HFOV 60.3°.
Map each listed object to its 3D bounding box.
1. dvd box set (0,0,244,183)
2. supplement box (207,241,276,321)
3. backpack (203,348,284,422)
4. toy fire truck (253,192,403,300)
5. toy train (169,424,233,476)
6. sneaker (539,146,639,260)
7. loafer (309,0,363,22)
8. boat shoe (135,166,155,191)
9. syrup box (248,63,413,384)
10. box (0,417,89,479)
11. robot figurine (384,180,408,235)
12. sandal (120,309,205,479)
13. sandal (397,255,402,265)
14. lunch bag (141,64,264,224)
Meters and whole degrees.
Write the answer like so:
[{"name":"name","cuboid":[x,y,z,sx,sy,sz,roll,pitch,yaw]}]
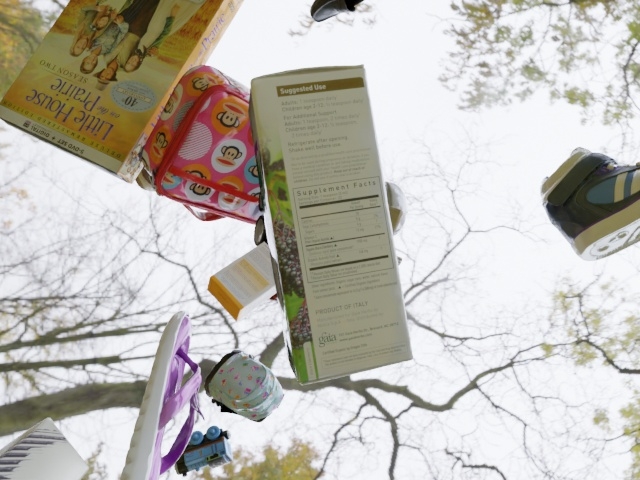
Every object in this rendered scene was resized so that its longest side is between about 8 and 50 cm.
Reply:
[{"name":"dvd box set","cuboid":[-0.377,-0.347,1.036,0.308,0.062,0.420,26,-101,17]},{"name":"supplement box","cuboid":[-0.092,0.053,0.733,0.062,0.098,0.036,44,-37,16]},{"name":"backpack","cuboid":[-0.176,0.340,1.283,0.182,0.115,0.152,19,-118,42]},{"name":"toy fire truck","cuboid":[0.000,0.000,0.910,0.246,0.159,0.216,175,-76,-66]},{"name":"toy train","cuboid":[-0.339,0.600,1.564,0.080,0.184,0.105,74,-4,-47]},{"name":"sneaker","cuboid":[0.579,-0.126,1.039,0.323,0.130,0.236,-32,-131,22]},{"name":"loafer","cuboid":[0.061,-0.631,1.441,0.223,0.076,0.078,-20,-106,39]},{"name":"boat shoe","cuboid":[-0.350,-0.200,1.536,0.123,0.342,0.123,-17,-95,33]},{"name":"syrup box","cuboid":[0.003,-0.014,0.461,0.093,0.096,0.236,173,-93,-81]},{"name":"box","cuboid":[-0.378,0.313,0.598,0.113,0.275,0.094,-35,-85,5]},{"name":"robot figurine","cuboid":[0.105,-0.088,1.551,0.173,0.278,0.209,105,-16,-49]},{"name":"sandal","cuboid":[-0.246,0.306,0.912,0.169,0.102,0.416,109,-10,-45]},{"name":"sandal","cuboid":[0.088,0.037,1.085,0.072,0.180,0.049,23,-83,53]},{"name":"lunch bag","cuboid":[-0.163,-0.144,0.994,0.258,0.293,0.120,-55,-130,17]}]
